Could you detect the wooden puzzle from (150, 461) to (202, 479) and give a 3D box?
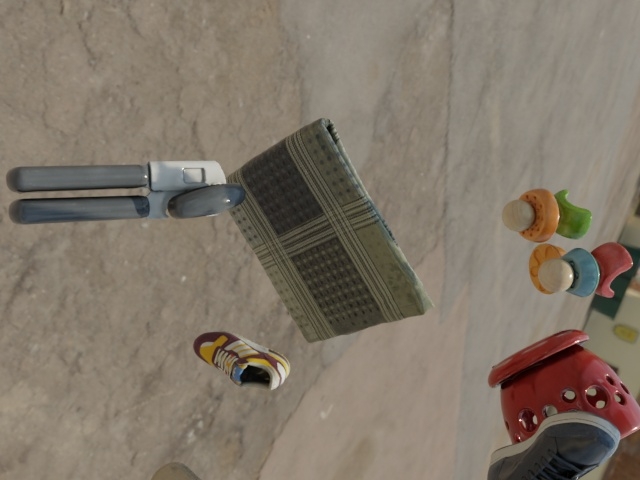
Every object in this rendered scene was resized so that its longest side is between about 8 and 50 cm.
[{"bbox_3d":[-0.157,0.519,0.959,0.081,0.322,0.347,-15,133,-52],"label":"wooden puzzle"}]

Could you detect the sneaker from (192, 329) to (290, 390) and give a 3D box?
[{"bbox_3d":[-0.149,0.212,1.290,0.084,0.186,0.069,-35,137,-70],"label":"sneaker"}]

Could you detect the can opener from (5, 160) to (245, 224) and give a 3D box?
[{"bbox_3d":[-0.228,-0.061,0.898,0.284,0.095,0.075,-6,95,-38],"label":"can opener"}]

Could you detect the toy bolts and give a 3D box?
[{"bbox_3d":[0.422,0.037,1.347,0.159,0.228,0.218,-4,125,-23],"label":"toy bolts"}]

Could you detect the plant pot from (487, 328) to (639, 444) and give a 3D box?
[{"bbox_3d":[0.359,0.239,1.100,0.191,0.174,0.191,-24,162,-8],"label":"plant pot"}]

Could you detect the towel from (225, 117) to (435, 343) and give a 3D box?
[{"bbox_3d":[0.000,0.000,1.127,0.056,0.312,0.324,-34,97,-39],"label":"towel"}]

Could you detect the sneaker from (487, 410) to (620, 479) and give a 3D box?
[{"bbox_3d":[0.259,0.304,0.855,0.163,0.086,0.226,-59,180,-40],"label":"sneaker"}]
